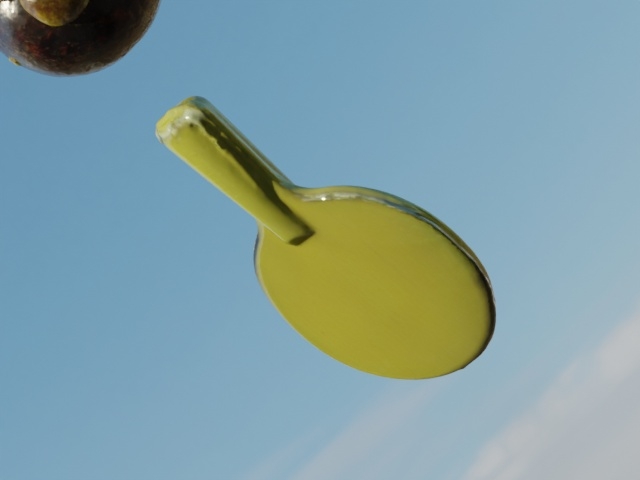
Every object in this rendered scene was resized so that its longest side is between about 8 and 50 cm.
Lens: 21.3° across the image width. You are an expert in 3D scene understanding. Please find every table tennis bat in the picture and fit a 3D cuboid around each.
[{"bbox_3d":[0.000,0.000,1.552,0.224,0.368,0.054,-37,19,44],"label":"table tennis bat"}]

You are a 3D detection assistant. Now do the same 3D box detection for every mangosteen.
[{"bbox_3d":[-0.252,-0.257,1.645,0.192,0.192,0.217,-47,-5,4],"label":"mangosteen"}]
